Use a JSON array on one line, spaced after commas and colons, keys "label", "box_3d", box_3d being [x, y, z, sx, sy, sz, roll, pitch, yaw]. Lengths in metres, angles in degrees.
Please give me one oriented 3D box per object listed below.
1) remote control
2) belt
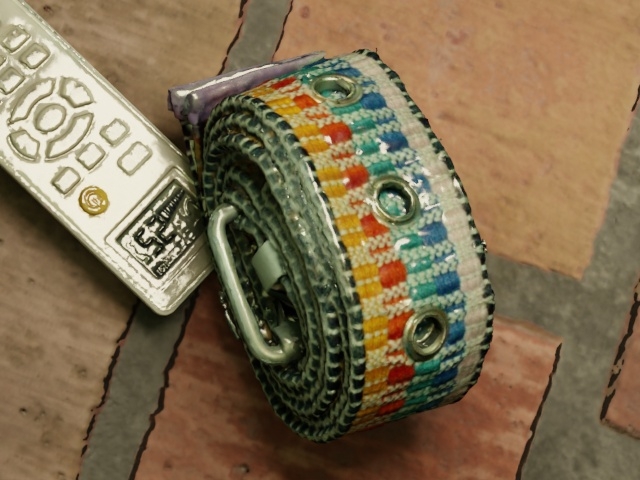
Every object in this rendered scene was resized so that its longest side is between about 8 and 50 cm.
[{"label": "remote control", "box_3d": [-0.203, -0.079, 1.504, 0.313, 0.055, 0.109, 44, 71, -2]}, {"label": "belt", "box_3d": [0.000, 0.000, 1.416, 0.160, 0.207, 0.295, -17, 89, -27]}]
